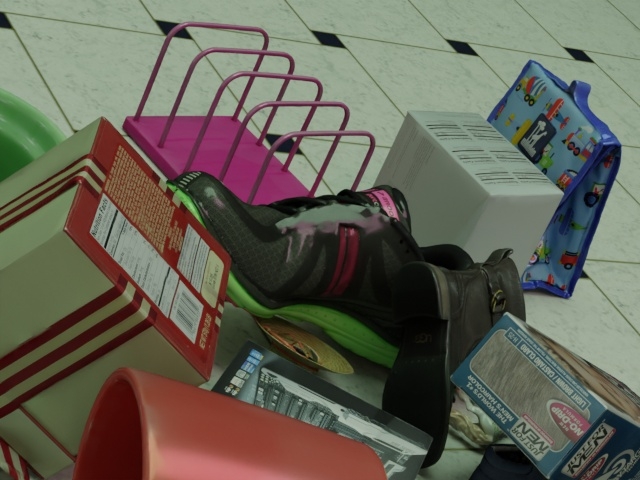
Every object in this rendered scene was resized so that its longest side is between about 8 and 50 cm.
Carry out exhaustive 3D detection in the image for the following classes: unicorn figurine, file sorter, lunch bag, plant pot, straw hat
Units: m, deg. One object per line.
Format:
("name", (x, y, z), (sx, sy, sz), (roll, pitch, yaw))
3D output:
("unicorn figurine", (0.221, 0.210, 2.118), (0.111, 0.060, 0.162), (32, 48, 22))
("file sorter", (-0.092, -0.153, 2.361), (0.202, 0.182, 0.291), (-3, 38, -43))
("lunch bag", (0.324, -0.101, 2.482), (0.138, 0.293, 0.221), (6, 32, -32))
("plant pot", (-0.082, 0.264, 1.533), (0.243, 0.275, 0.275), (10, 31, -21))
("straw hat", (-0.036, 0.144, 2.011), (0.144, 0.061, 0.144), (30, 7, -4))

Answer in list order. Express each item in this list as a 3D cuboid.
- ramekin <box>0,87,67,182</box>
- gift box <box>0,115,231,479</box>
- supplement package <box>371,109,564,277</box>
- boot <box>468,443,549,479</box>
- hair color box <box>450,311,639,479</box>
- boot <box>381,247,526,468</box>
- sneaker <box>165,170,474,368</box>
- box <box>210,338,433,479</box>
("ramekin", (-0.444, -0.064, 1.961), (0.303, 0.148, 0.303), (19, 28, -10))
("gift box", (-0.253, 0.082, 1.727), (0.276, 0.258, 0.255), (53, 23, -21))
("supplement package", (0.192, -0.045, 2.385), (0.149, 0.194, 0.203), (-2, 38, -39))
("boot", (0.259, 0.286, 1.975), (0.190, 0.086, 0.069), (10, 31, -26))
("hair color box", (0.309, 0.213, 1.983), (0.174, 0.105, 0.347), (45, 9, 35))
("boot", (0.177, 0.137, 2.049), (0.091, 0.263, 0.229), (3, -1, 37))
("sneaker", (0.000, 0.000, 2.043), (0.483, 0.202, 0.185), (23, 17, -44))
("box", (-0.032, 0.252, 1.813), (0.242, 0.076, 0.307), (27, 27, 5))
